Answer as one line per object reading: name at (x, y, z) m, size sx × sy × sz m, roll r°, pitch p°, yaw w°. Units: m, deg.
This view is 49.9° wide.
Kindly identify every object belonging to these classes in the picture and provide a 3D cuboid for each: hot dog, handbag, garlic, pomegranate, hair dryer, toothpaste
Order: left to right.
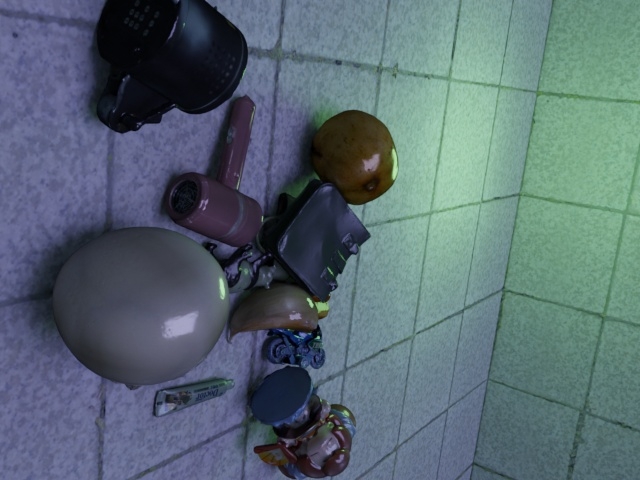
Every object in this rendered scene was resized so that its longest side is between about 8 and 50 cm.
toothpaste at (-0.307, 0.381, 1.707) m, size 0.255 × 0.037 × 0.067 m, roll -2°, pitch 105°, yaw -52°
hair dryer at (-0.220, -0.178, 1.566) m, size 0.210 × 0.125 × 0.353 m, roll 26°, pitch 71°, yaw -55°
garlic at (-0.117, 0.195, 1.790) m, size 0.244 × 0.145 × 0.164 m, roll -5°, pitch 129°, yaw -21°
handbag at (-0.079, 0.000, 1.881) m, size 0.315 × 0.109 × 0.241 m, roll 14°, pitch 90°, yaw -44°
hot dog at (-0.060, 0.172, 1.956) m, size 0.269 × 0.072 × 0.115 m, roll 11°, pitch 93°, yaw -55°
handbag at (-0.002, -0.001, 1.830) m, size 0.248 × 0.079 × 0.260 m, roll -52°, pitch 127°, yaw -18°
pomegranate at (0.097, -0.228, 1.886) m, size 0.260 × 0.260 × 0.261 m, roll -27°, pitch 124°, yaw -49°

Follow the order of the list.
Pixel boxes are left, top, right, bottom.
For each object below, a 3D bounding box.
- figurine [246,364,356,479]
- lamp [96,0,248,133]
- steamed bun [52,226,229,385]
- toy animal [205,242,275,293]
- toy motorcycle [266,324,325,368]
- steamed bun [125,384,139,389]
figurine at (-0.048, 0.540, 1.972) m, size 0.276 × 0.248 × 0.388 m, roll -37°, pitch 124°, yaw -7°
lamp at (-0.266, -0.379, 1.305) m, size 0.272 × 0.205 × 0.374 m, roll -4°, pitch 123°, yaw -51°
steamed bun at (-0.333, 0.105, 1.291) m, size 0.324 × 0.324 × 0.206 m, roll -38°, pitch 153°, yaw -43°
toy animal at (-0.194, 0.072, 1.697) m, size 0.225 × 0.093 × 0.121 m, roll 2°, pitch 103°, yaw -58°
toy motorcycle at (-0.063, 0.298, 1.990) m, size 0.254 × 0.092 × 0.136 m, roll 18°, pitch 78°, yaw -48°
steamed bun at (-0.353, 0.211, 1.469) m, size 0.211 × 0.144 × 0.218 m, roll -43°, pitch 165°, yaw 34°
